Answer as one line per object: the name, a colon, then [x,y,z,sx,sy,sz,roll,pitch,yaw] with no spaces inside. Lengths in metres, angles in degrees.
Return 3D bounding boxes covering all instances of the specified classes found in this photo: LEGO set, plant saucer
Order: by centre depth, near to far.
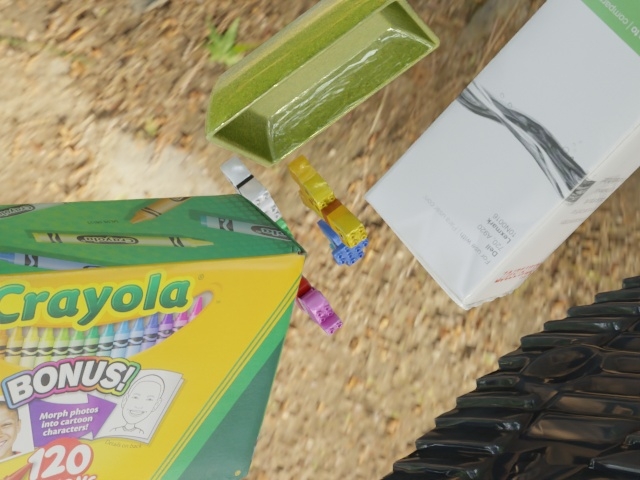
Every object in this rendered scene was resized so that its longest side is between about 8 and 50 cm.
plant saucer: [-0.004,-0.142,1.313,0.188,0.188,0.045,-36,78,9]
LEGO set: [0.000,0.000,1.511,0.087,0.093,0.227,-38,139,-8]

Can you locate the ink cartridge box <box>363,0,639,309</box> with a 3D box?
ink cartridge box: [0.145,-0.071,0.949,0.219,0.160,0.092,-46,78,14]

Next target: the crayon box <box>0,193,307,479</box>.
crayon box: [-0.156,0.067,0.913,0.278,0.081,0.165,-4,121,-36]

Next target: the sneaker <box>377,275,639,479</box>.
sneaker: [0.076,0.109,0.409,0.112,0.319,0.131,10,127,49]
